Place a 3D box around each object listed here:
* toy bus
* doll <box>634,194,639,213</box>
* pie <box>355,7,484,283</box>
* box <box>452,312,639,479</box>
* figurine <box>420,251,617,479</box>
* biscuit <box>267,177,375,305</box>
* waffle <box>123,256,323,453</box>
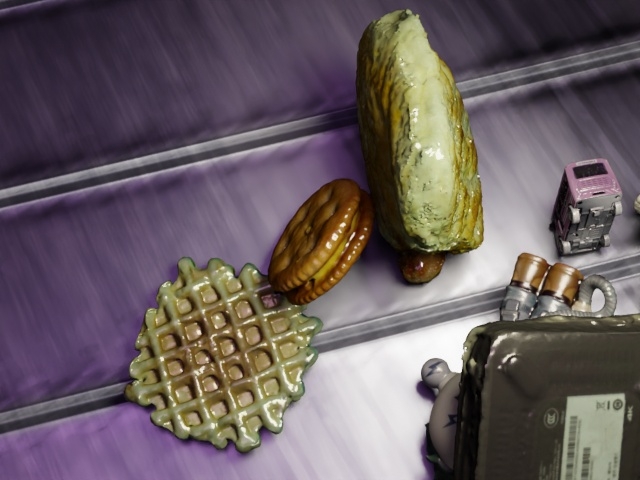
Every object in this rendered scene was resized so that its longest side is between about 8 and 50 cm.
[{"bbox_3d":[0.431,-0.052,1.810,0.087,0.178,0.098,-11,59,-4],"label":"toy bus"},{"bbox_3d":[0.578,0.020,1.805,0.119,0.138,0.293,5,68,-8],"label":"doll"},{"bbox_3d":[0.153,-0.155,1.717,0.180,0.418,0.395,-11,70,2],"label":"pie"},{"bbox_3d":[0.359,0.285,1.580,0.350,0.091,0.359,1,99,-17],"label":"box"},{"bbox_3d":[0.288,0.217,1.714,0.261,0.186,0.382,16,75,31],"label":"figurine"},{"bbox_3d":[0.000,0.000,1.749,0.066,0.220,0.220,37,73,-20],"label":"biscuit"},{"bbox_3d":[-0.155,0.181,1.789,0.292,0.056,0.309,19,70,7],"label":"waffle"}]
